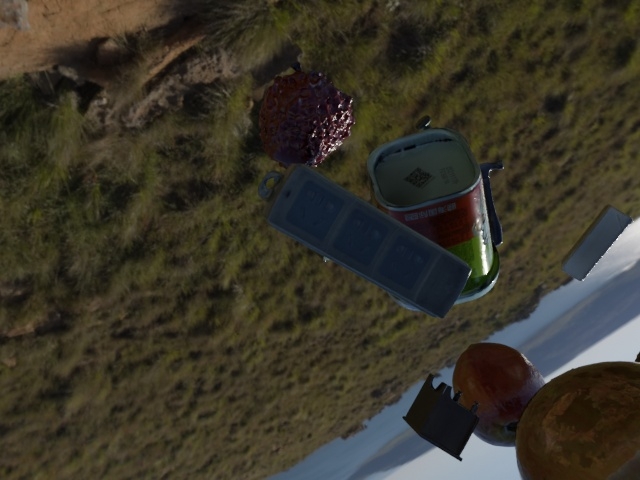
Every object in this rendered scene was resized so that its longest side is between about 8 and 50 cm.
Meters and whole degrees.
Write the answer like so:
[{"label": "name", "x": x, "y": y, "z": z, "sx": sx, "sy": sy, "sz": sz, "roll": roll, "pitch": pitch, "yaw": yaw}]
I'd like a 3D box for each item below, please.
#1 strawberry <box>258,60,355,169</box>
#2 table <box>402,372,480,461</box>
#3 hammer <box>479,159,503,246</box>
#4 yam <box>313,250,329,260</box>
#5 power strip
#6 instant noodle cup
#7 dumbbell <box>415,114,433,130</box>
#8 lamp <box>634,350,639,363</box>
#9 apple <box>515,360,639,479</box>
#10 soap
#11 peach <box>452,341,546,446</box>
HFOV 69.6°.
[{"label": "strawberry", "x": -0.041, "y": -0.246, "z": 1.024, "sx": 0.234, "sy": 0.178, "sz": 0.234, "roll": 9, "pitch": 143, "yaw": 7}, {"label": "table", "x": 0.181, "y": 0.255, "z": 0.677, "sx": 0.082, "sy": 0.070, "sz": 0.083, "roll": -59, "pitch": -177, "yaw": -6}, {"label": "hammer", "x": 0.571, "y": -0.120, "z": 1.575, "sx": 0.137, "sy": 0.290, "sz": 0.037, "roll": -9, "pitch": -179, "yaw": 19}, {"label": "yam", "x": 0.000, "y": 0.000, "z": 1.187, "sx": 0.070, "sy": 0.146, "sz": 0.069, "roll": -16, "pitch": 124, "yaw": -24}, {"label": "power strip", "x": 0.054, "y": 0.002, "z": 0.523, "sx": 0.272, "sy": 0.052, "sz": 0.078, "roll": 30, "pitch": 92, "yaw": -16}, {"label": "instant noodle cup", "x": 0.227, "y": -0.048, "z": 0.971, "sx": 0.294, "sy": 0.294, "sz": 0.308, "roll": -30, "pitch": 137, "yaw": -5}, {"label": "dumbbell", "x": 0.333, "y": -0.314, "z": 1.366, "sx": 0.052, "sy": 0.118, "sz": 0.046, "roll": -48, "pitch": -162, "yaw": -10}, {"label": "lamp", "x": 0.833, "y": 0.331, "z": 1.033, "sx": 0.247, "sy": 0.247, "sz": 0.247, "roll": -25, "pitch": 152, "yaw": -15}, {"label": "apple", "x": 0.557, "y": 0.406, "z": 0.812, "sx": 0.391, "sy": 0.391, "sz": 0.346, "roll": -37, "pitch": 159, "yaw": 9}, {"label": "soap", "x": 0.663, "y": 0.005, "z": 1.111, "sx": 0.121, "sy": 0.064, "sz": 0.183, "roll": -12, "pitch": 134, "yaw": -60}, {"label": "peach", "x": 0.620, "y": 0.525, "z": 1.602, "sx": 0.373, "sy": 0.372, "sz": 0.290, "roll": -16, "pitch": 122, "yaw": -29}]
